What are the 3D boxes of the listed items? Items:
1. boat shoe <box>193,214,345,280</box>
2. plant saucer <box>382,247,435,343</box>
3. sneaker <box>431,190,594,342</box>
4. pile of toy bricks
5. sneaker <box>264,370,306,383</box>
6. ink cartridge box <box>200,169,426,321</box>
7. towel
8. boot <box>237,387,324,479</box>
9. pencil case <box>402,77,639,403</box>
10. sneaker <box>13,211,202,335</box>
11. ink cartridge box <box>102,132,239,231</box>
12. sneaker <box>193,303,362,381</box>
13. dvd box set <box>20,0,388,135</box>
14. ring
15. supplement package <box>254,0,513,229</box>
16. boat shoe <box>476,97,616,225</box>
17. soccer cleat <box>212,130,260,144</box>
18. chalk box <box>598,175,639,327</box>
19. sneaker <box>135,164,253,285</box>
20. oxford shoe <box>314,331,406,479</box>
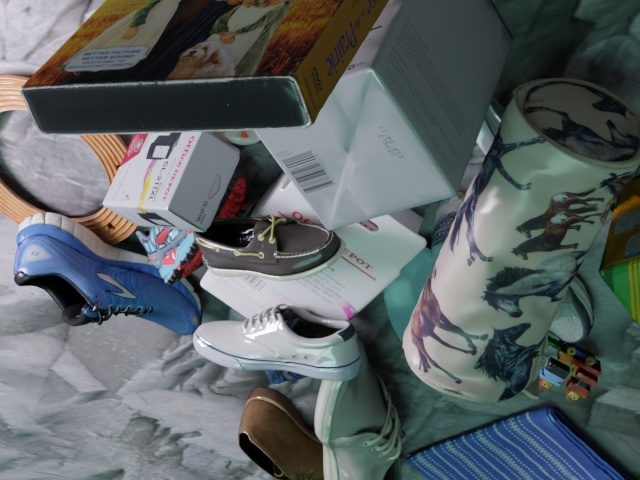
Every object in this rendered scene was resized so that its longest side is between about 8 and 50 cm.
[{"bbox_3d":[-0.074,0.004,1.568,0.227,0.081,0.069,-4,132,35],"label":"boat shoe"},{"bbox_3d":[0.165,0.092,1.704,0.195,0.037,0.195,32,132,43],"label":"plant saucer"},{"bbox_3d":[0.252,0.065,1.614,0.283,0.122,0.110,39,137,-13],"label":"sneaker"},{"bbox_3d":[0.291,0.173,1.696,0.212,0.118,0.105,28,119,-4],"label":"pile of toy bricks"},{"bbox_3d":[-0.056,0.167,1.888,0.087,0.083,0.221,-3,157,9],"label":"sneaker"},{"bbox_3d":[0.000,0.000,1.676,0.207,0.119,0.353,35,138,-8],"label":"ink cartridge box"},{"bbox_3d":[0.334,0.396,1.967,0.243,0.040,0.336,43,136,-16],"label":"towel"},{"bbox_3d":[-0.034,0.400,2.099,0.112,0.115,0.305,-28,117,39],"label":"boot"},{"bbox_3d":[0.244,0.006,1.398,0.183,0.160,0.410,14,126,-8],"label":"pencil case"},{"bbox_3d":[-0.344,0.088,1.888,0.330,0.147,0.129,25,147,-22],"label":"sneaker"},{"bbox_3d":[-0.208,-0.087,1.640,0.072,0.128,0.175,33,162,-36],"label":"ink cartridge box"},{"bbox_3d":[-0.063,0.133,1.701,0.258,0.094,0.091,5,117,17],"label":"sneaker"},{"bbox_3d":[-0.078,-0.253,1.239,0.307,0.420,0.062,2,130,26],"label":"dvd box set"},{"bbox_3d":[-0.421,-0.121,1.831,0.336,0.032,0.337,14,137,13],"label":"ring"},{"bbox_3d":[0.075,-0.184,1.325,0.175,0.293,0.177,-15,124,36],"label":"supplement package"},{"bbox_3d":[0.272,-0.107,1.471,0.084,0.095,0.258,-36,115,23],"label":"boat shoe"},{"bbox_3d":[-0.168,-0.178,1.633,0.196,0.068,0.076,17,167,0],"label":"soccer cleat"},{"bbox_3d":[0.500,0.056,1.440,0.180,0.179,0.289,-23,119,40],"label":"chalk box"},{"bbox_3d":[-0.201,-0.042,1.739,0.125,0.104,0.262,48,132,7],"label":"sneaker"},{"bbox_3d":[0.072,0.294,1.904,0.130,0.169,0.449,14,144,17],"label":"oxford shoe"}]
